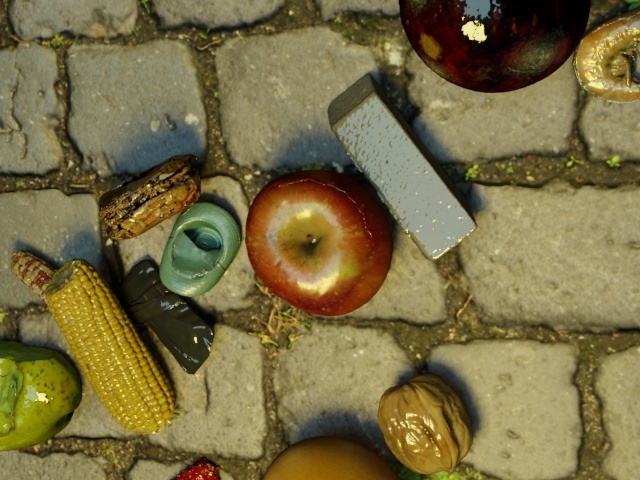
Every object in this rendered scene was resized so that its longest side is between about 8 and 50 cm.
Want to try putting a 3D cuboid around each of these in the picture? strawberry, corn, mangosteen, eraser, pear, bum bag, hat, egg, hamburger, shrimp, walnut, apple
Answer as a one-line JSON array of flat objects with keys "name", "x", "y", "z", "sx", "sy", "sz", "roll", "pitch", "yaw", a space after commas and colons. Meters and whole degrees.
[{"name": "strawberry", "x": -0.283, "y": 0.532, "z": 1.961, "sx": 0.121, "sy": 0.082, "sz": 0.188, "roll": 37, "pitch": 111, "yaw": 15}, {"name": "corn", "x": -0.419, "y": 0.221, "z": 1.901, "sx": 0.144, "sy": 0.144, "sz": 0.387, "roll": -26, "pitch": 105, "yaw": 21}, {"name": "mangosteen", "x": 0.288, "y": -0.395, "z": 1.478, "sx": 0.306, "sy": 0.306, "sz": 0.359, "roll": 56, "pitch": 141, "yaw": 5}, {"name": "eraser", "x": 0.141, "y": -0.133, "z": 1.712, "sx": 0.111, "sy": 0.077, "sz": 0.352, "roll": -38, "pitch": 84, "yaw": 18}, {"name": "pear", "x": -0.633, "y": 0.350, "z": 2.021, "sx": 0.256, "sy": 0.164, "sz": 0.238, "roll": 8, "pitch": 98, "yaw": 18}, {"name": "bum bag", "x": -0.309, "y": 0.151, "z": 1.925, "sx": 0.248, "sy": 0.060, "sz": 0.123, "roll": 42, "pitch": 110, "yaw": 12}, {"name": "hat", "x": -0.237, "y": 0.018, "z": 1.875, "sx": 0.138, "sy": 0.078, "sz": 0.190, "roll": 30, "pitch": 88, "yaw": 6}, {"name": "egg", "x": 0.036, "y": 0.524, "z": 1.733, "sx": 0.283, "sy": 0.282, "sz": 0.351, "roll": -34, "pitch": 85, "yaw": 21}, {"name": "hamburger", "x": -0.319, "y": -0.082, "z": 1.817, "sx": 0.231, "sy": 0.231, "sz": 0.106, "roll": -22, "pitch": 100, "yaw": 22}, {"name": "shrimp", "x": 0.537, "y": -0.319, "z": 1.558, "sx": 0.251, "sy": 0.052, "sz": 0.143, "roll": -29, "pitch": 98, "yaw": 29}, {"name": "walnut", "x": 0.191, "y": 0.336, "z": 1.722, "sx": 0.155, "sy": 0.155, "sz": 0.184, "roll": -31, "pitch": 88, "yaw": 21}, {"name": "apple", "x": 0.000, "y": 0.000, "z": 1.717, "sx": 0.272, "sy": 0.206, "sz": 0.251, "roll": 25, "pitch": 95, "yaw": 12}, {"name": "corn", "x": -0.560, "y": 0.101, "z": 2.002, "sx": 0.237, "sy": 0.079, "sz": 0.079, "roll": 33, "pitch": 107, "yaw": 13}]
